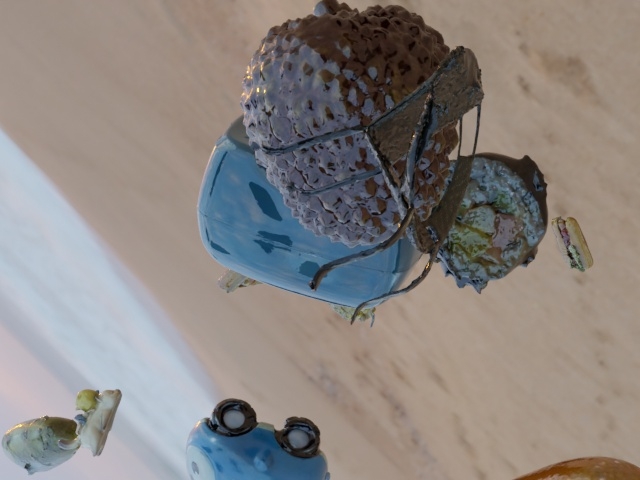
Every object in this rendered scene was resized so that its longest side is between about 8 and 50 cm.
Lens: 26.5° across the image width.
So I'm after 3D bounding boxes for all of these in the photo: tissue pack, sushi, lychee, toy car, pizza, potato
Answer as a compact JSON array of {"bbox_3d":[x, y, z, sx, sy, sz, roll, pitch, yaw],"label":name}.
[{"bbox_3d":[-0.006,-0.028,1.723,0.288,0.206,0.198,15,-155,10],"label":"tissue pack"},{"bbox_3d":[0.258,-0.034,2.272,0.218,0.225,0.238,85,173,-77],"label":"sushi"},{"bbox_3d":[0.036,-0.129,1.440,0.236,0.236,0.271,145,109,-78],"label":"lychee"},{"bbox_3d":[-0.115,0.402,2.331,0.255,0.190,0.188,18,138,1],"label":"toy car"},{"bbox_3d":[-0.059,0.036,1.931,0.036,0.185,0.176,56,169,23],"label":"pizza"},{"bbox_3d":[-0.444,0.327,2.177,0.105,0.085,0.188,20,151,-34],"label":"potato"}]

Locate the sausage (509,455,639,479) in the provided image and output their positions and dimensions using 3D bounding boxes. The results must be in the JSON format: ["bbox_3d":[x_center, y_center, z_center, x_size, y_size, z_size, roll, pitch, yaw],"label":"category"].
[{"bbox_3d":[0.178,0.242,1.141,0.098,0.098,0.238,45,139,-6],"label":"sausage"}]

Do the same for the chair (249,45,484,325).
[{"bbox_3d":[0.067,-0.056,1.145,0.149,0.213,0.174,60,-174,24],"label":"chair"}]

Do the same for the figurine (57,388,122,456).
[{"bbox_3d":[-0.261,0.202,1.546,0.051,0.083,0.047,20,168,-2],"label":"figurine"}]

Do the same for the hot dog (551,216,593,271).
[{"bbox_3d":[0.287,0.006,1.562,0.037,0.021,0.083,0,130,41],"label":"hot dog"}]

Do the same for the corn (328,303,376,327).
[{"bbox_3d":[0.000,0.000,2.114,0.310,0.101,0.101,55,169,6],"label":"corn"}]
